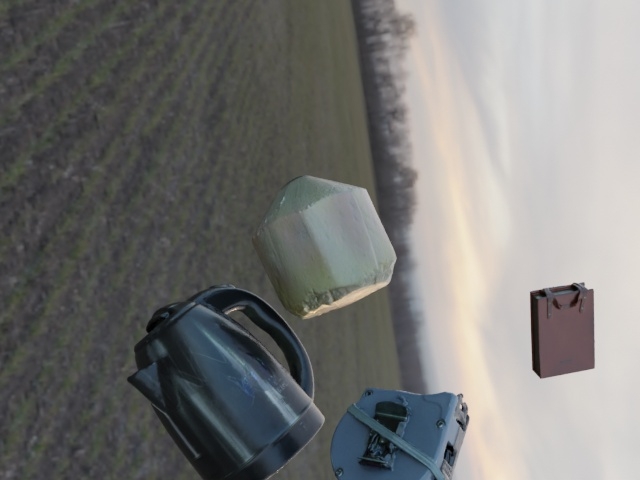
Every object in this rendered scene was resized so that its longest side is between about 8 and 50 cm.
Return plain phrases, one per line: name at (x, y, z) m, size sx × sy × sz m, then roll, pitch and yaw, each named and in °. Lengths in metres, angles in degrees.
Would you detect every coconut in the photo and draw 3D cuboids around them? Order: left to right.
coconut at (0.000, 0.000, 1.751) m, size 0.239 × 0.239 × 0.244 m, roll 53°, pitch 14°, yaw -80°

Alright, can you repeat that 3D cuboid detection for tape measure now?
tape measure at (0.107, 0.300, 1.394) m, size 0.107 × 0.182 × 0.181 m, roll 57°, pitch 40°, yaw -47°

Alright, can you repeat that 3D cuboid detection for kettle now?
kettle at (-0.155, 0.227, 1.679) m, size 0.324 × 0.228 × 0.321 m, roll 51°, pitch 50°, yaw -1°

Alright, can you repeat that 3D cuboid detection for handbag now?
handbag at (0.508, 0.187, 2.045) m, size 0.063 × 0.127 × 0.190 m, roll -122°, pitch -155°, yaw -70°
